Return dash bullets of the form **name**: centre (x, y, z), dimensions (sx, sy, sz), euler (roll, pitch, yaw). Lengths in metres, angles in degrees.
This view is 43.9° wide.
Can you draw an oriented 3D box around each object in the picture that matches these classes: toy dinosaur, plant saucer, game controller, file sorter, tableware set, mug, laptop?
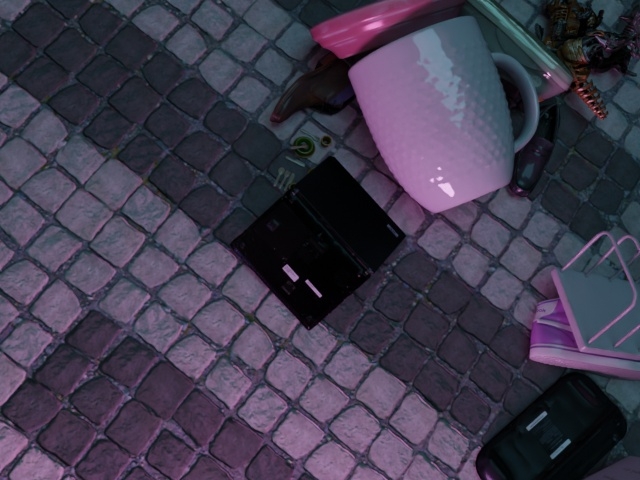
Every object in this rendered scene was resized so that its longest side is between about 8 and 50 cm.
- **toy dinosaur**: centre (0.604, -0.430, 1.804), dimensions (0.219, 0.164, 0.321), euler (-8, 95, 1)
- **plant saucer**: centre (0.147, -0.444, 1.611), dimensions (0.332, 0.332, 0.084), euler (-22, 102, -16)
- **game controller**: centre (0.459, 0.403, 1.572), dimensions (0.319, 0.067, 0.166), euler (-35, 70, -18)
- **file sorter**: centre (0.639, 0.109, 1.562), dimensions (0.278, 0.173, 0.192), euler (10, 47, -21)
- **tableware set**: centre (-0.024, -0.154, 1.640), dimensions (0.104, 0.024, 0.154), euler (27, 71, -3)
- **mug**: centre (0.282, -0.252, 1.602), dimensions (0.374, 0.276, 0.327), euler (-22, 91, -22)
- **laptop**: centre (0.000, 0.000, 1.597), dimensions (0.264, 0.136, 0.234), euler (-43, 91, 7)

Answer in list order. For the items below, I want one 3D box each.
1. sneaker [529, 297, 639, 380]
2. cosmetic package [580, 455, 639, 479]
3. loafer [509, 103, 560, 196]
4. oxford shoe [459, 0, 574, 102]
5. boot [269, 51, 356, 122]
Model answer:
- **sneaker**: centre (0.573, 0.190, 1.627), dimensions (0.282, 0.102, 0.161), euler (15, 68, -8)
- **cosmetic package**: centre (0.530, 0.619, 1.354), dimensions (0.394, 0.327, 0.329), euler (-22, 91, -16)
- **loafer**: centre (0.464, -0.200, 1.721), dimensions (0.076, 0.078, 0.223), euler (24, 72, -4)
- **oxford shoe**: centre (0.357, -0.464, 1.747), dimensions (0.449, 0.169, 0.130), euler (46, 116, 5)
- **boot**: centre (-0.003, -0.297, 1.653), dimensions (0.106, 0.082, 0.219), euler (41, 69, 5)
